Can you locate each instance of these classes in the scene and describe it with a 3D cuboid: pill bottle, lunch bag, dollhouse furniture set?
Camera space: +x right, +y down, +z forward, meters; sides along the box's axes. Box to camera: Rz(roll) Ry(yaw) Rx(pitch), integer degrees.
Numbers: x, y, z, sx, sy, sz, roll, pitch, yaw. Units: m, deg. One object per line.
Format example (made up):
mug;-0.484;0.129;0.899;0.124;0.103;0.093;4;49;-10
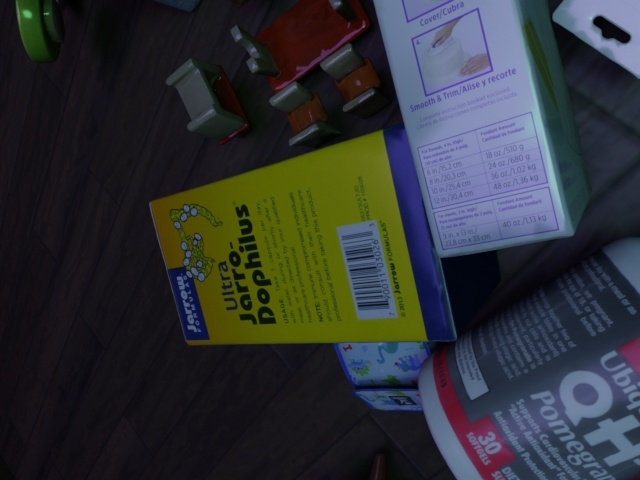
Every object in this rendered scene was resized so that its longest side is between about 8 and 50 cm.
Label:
pill bottle;0.262;0.109;0.407;0.318;0.176;0.176;-41;78;25
lunch bag;0.102;0.158;0.587;0.128;0.096;0.151;-11;109;32
dollhouse furniture set;-0.061;-0.238;0.596;0.259;0.135;0.262;-27;86;23

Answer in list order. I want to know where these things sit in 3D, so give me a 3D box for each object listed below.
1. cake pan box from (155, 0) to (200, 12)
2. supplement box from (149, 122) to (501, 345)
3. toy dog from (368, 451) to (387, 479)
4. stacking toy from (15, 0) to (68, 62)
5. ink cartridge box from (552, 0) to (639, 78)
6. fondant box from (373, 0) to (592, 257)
cake pan box;-0.194;-0.411;0.547;0.266;0.245;0.070;-31;80;35
supplement box;0.000;0.000;0.548;0.356;0.194;0.196;-10;96;34
toy dog;0.140;0.401;0.579;0.333;0.220;0.161;18;79;21
stacking toy;-0.395;-0.447;0.716;0.280;0.130;0.309;108;156;-49
ink cartridge box;0.302;-0.237;0.377;0.104;0.061;0.181;45;120;16
fondant box;0.141;-0.174;0.389;0.096;0.238;0.331;-14;94;35
